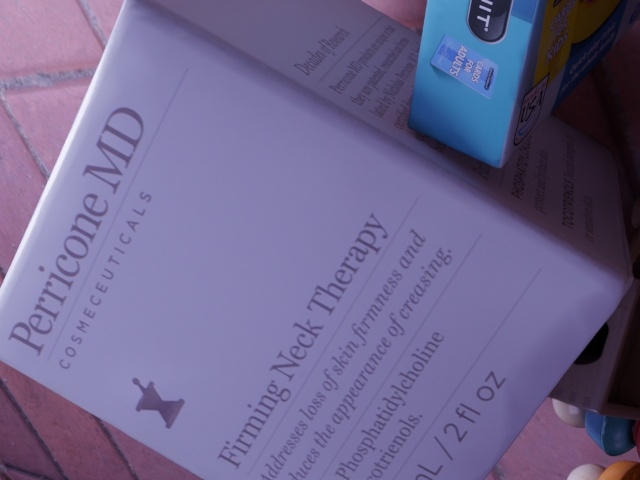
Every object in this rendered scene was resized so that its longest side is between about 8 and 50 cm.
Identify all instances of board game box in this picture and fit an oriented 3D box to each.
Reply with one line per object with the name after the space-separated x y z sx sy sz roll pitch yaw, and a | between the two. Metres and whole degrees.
0.171 -0.249 0.710 0.079 0.254 0.336 28 138 21 | board game box

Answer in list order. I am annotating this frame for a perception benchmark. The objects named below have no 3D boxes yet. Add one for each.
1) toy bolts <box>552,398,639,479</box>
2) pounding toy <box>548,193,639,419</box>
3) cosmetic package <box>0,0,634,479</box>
0.301 0.255 1.180 0.158 0.218 0.228 19 120 43 | toy bolts
0.258 0.051 1.032 0.094 0.206 0.181 17 180 35 | pounding toy
0.000 0.000 0.944 0.394 0.327 0.329 30 115 0 | cosmetic package
